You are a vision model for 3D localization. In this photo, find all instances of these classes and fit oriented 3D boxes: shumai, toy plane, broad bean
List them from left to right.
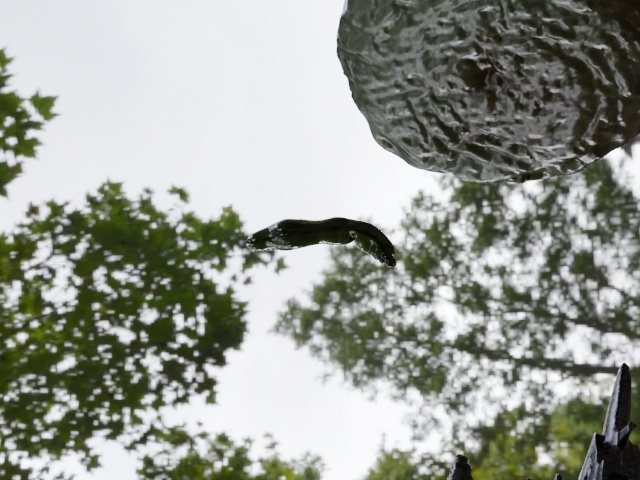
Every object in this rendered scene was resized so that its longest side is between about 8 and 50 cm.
[{"bbox_3d":[0.004,-0.006,1.196,0.046,0.195,0.061,91,-170,-49],"label":"broad bean"},{"bbox_3d":[0.189,-0.230,0.892,0.304,0.309,0.263,79,-149,-45],"label":"shumai"},{"bbox_3d":[0.188,0.163,0.603,0.061,0.130,0.189,83,-159,-67],"label":"toy plane"}]

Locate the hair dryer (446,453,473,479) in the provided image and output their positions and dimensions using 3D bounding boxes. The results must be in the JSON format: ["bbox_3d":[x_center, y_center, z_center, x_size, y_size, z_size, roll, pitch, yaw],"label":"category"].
[{"bbox_3d":[0.131,0.351,0.836,0.189,0.107,0.352,55,-149,-33],"label":"hair dryer"}]
